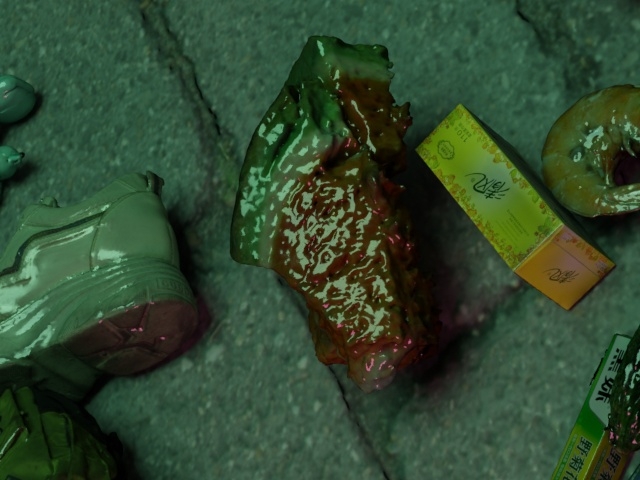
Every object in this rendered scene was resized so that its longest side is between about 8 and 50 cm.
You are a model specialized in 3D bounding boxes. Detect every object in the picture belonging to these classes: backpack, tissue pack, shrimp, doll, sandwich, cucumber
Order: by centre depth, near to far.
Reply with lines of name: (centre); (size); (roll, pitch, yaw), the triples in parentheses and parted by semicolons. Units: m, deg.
cucumber: (0.297, 0.047, 1.530); (0.077, 0.077, 0.265); (22, 73, 43)
shrimp: (0.266, -0.068, 1.649); (0.187, 0.051, 0.132); (11, 71, 45)
tissue pack: (0.164, -0.029, 1.680); (0.062, 0.095, 0.176); (-44, 49, 11)
sandwich: (0.000, 0.000, 1.713); (0.301, 0.162, 0.250); (66, 146, 32)
backpack: (-0.268, 0.253, 1.825); (0.207, 0.140, 0.253); (-57, 21, 1)
doll: (-0.374, -0.113, 2.175); (0.158, 0.059, 0.159); (-45, 47, 14)

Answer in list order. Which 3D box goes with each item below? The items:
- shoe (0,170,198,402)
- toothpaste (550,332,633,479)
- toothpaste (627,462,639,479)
shoe: (-0.276, 0.055, 1.975); (0.342, 0.132, 0.211); (-25, 51, 23)
toothpaste: (0.222, 0.164, 1.571); (0.037, 0.043, 0.178); (17, 79, 51)
toothpaste: (0.295, 0.146, 1.533); (0.197, 0.035, 0.057); (-53, 28, 6)
